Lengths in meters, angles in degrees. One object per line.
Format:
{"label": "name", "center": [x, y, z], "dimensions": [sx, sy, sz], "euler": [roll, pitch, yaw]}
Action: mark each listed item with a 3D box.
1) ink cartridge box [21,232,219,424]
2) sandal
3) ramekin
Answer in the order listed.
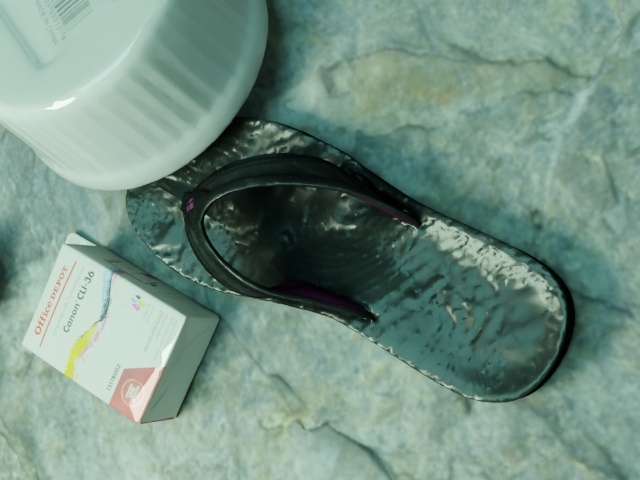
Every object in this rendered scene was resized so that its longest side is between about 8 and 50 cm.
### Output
{"label": "ink cartridge box", "center": [-0.210, 0.079, 1.073], "dimensions": [0.198, 0.067, 0.115], "euler": [28, 98, 25]}
{"label": "sandal", "center": [0.002, -0.002, 0.956], "dimensions": [0.446, 0.107, 0.167], "euler": [21, 94, 26]}
{"label": "ramekin", "center": [-0.201, -0.197, 1.014], "dimensions": [0.277, 0.135, 0.277], "euler": [-10, 66, 24]}
